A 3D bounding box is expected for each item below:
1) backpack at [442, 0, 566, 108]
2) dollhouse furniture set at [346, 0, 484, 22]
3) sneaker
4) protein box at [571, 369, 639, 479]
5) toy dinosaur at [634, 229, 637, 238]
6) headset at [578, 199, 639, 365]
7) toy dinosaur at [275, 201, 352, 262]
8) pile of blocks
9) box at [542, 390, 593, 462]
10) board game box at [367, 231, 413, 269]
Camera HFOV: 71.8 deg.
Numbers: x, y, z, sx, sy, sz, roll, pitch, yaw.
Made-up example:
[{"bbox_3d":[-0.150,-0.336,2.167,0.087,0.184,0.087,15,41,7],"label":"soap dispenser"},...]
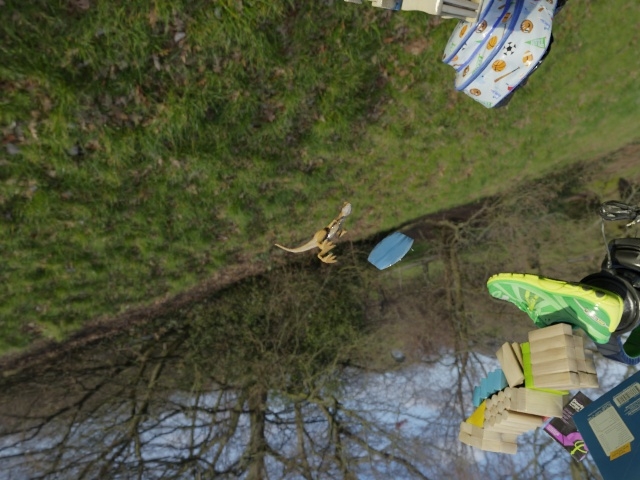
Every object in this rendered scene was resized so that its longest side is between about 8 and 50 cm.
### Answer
[{"bbox_3d":[0.416,-0.456,1.029,0.213,0.263,0.276,19,145,-7],"label":"backpack"},{"bbox_3d":[0.157,-0.432,0.698,0.129,0.129,0.183,-18,-142,-42],"label":"dollhouse furniture set"},{"bbox_3d":[0.460,0.135,0.919,0.109,0.123,0.295,8,-178,-24],"label":"sneaker"},{"bbox_3d":[0.559,0.332,0.706,0.200,0.136,0.201,-47,180,19],"label":"protein box"},{"bbox_3d":[0.888,0.067,1.215,0.053,0.183,0.092,-27,173,33],"label":"toy dinosaur"},{"bbox_3d":[0.655,0.087,0.906,0.243,0.394,0.185,-40,-155,-23],"label":"headset"},{"bbox_3d":[0.000,0.000,0.990,0.211,0.112,0.064,-35,125,16],"label":"toy dinosaur"},{"bbox_3d":[0.412,0.301,0.879,0.112,0.149,0.362,15,129,-14],"label":"pile of blocks"},{"bbox_3d":[0.746,0.533,1.274,0.162,0.116,0.029,-45,136,-3],"label":"box"},{"bbox_3d":[0.221,0.040,1.357,0.133,0.033,0.168,-43,-159,-2],"label":"board game box"}]
